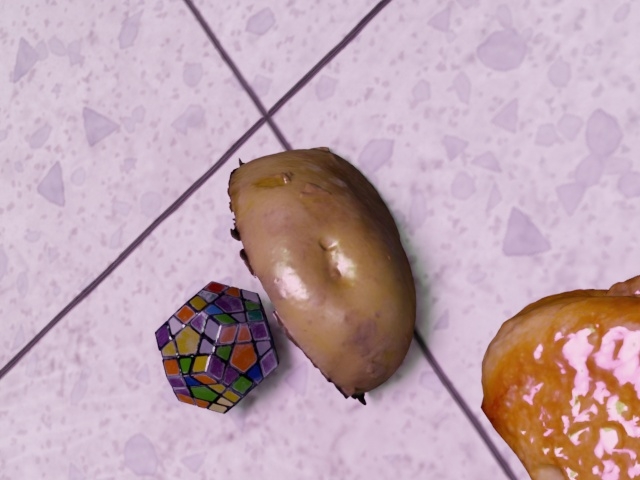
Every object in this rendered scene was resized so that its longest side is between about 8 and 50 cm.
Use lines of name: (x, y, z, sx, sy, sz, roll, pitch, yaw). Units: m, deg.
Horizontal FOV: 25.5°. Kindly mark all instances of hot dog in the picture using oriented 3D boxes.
hot dog: (0.293, 0.166, 0.893, 0.223, 0.185, 0.405, -42, 63, 19)

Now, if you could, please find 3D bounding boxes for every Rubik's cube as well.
Rubik's cube: (-0.086, 0.090, 1.188, 0.111, 0.111, 0.093, -43, 87, 17)

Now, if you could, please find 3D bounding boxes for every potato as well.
potato: (0.000, 0.000, 1.132, 0.098, 0.138, 0.243, -35, 67, 15)
